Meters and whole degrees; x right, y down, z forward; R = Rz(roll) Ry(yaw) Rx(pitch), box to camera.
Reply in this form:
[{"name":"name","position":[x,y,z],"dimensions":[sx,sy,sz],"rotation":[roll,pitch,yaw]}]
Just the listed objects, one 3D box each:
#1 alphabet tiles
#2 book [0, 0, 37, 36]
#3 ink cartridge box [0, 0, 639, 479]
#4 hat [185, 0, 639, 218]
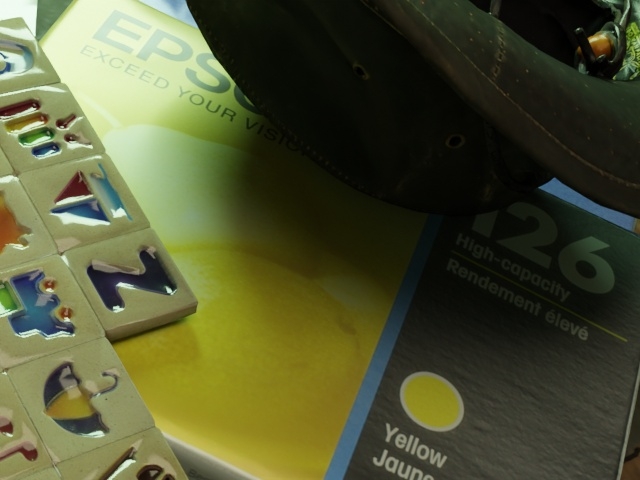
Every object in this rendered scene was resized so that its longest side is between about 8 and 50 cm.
[{"name":"alphabet tiles","position":[-0.145,0.022,0.469],"dimensions":[0.198,0.009,0.237],"rotation":[-18,62,-32]},{"name":"book","position":[-0.208,-0.118,0.638],"dimensions":[0.144,0.035,0.096],"rotation":[9,44,-17]},{"name":"ink cartridge box","position":[0.000,0.000,0.599],"dimensions":[0.304,0.072,0.307],"rotation":[25,47,0]},{"name":"hat","position":[0.036,-0.106,0.575],"dimensions":[0.331,0.134,0.331],"rotation":[28,38,-25]}]
